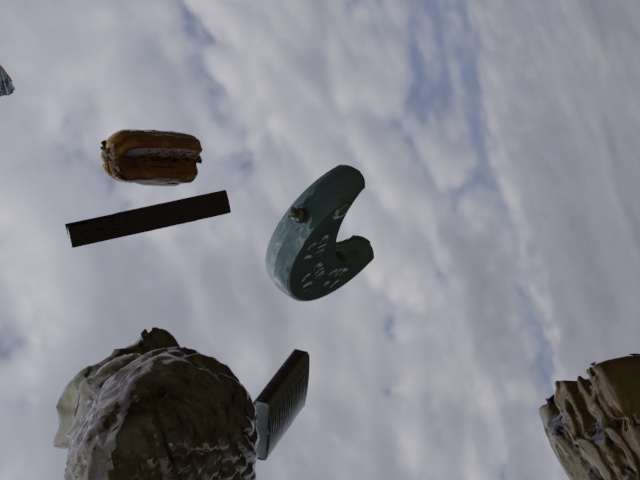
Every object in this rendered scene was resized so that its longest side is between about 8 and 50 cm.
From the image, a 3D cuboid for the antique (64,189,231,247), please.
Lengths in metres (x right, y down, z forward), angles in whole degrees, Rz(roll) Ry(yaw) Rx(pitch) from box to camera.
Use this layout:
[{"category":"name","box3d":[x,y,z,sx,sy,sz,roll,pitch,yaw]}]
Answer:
[{"category":"antique","box3d":[-0.201,-0.026,1.288,0.015,0.192,0.031,-167,65,-76]}]

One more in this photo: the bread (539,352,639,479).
[{"category":"bread","box3d":[0.481,0.272,1.499,0.324,0.277,0.167,-122,34,-60]}]

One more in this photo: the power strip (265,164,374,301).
[{"category":"power strip","box3d":[0.000,0.000,1.479,0.054,0.167,0.253,42,167,24]}]

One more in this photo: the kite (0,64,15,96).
[{"category":"kite","box3d":[-0.417,-0.163,1.335,0.005,0.137,0.152,33,-127,-48]}]

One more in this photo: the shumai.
[{"category":"shumai","box3d":[-0.130,0.147,0.788,0.153,0.161,0.209,40,162,35]}]

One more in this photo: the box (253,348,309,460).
[{"category":"box","box3d":[-0.066,0.273,1.840,0.177,0.036,0.115,-49,-32,-58]}]

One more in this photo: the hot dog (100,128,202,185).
[{"category":"hot dog","box3d":[-0.299,-0.148,1.953,0.250,0.076,0.104,-9,-66,-60]}]
